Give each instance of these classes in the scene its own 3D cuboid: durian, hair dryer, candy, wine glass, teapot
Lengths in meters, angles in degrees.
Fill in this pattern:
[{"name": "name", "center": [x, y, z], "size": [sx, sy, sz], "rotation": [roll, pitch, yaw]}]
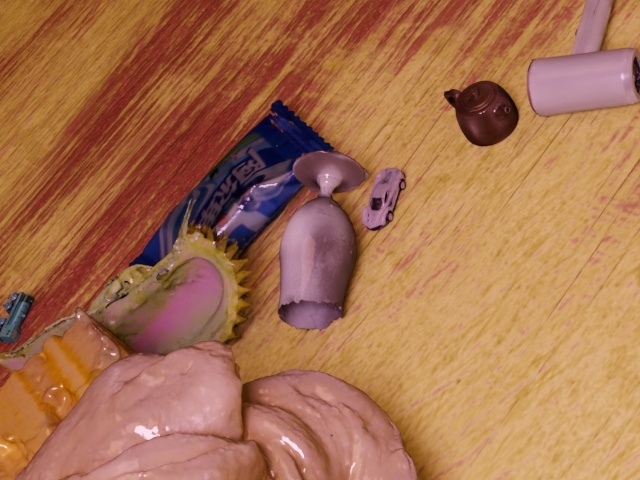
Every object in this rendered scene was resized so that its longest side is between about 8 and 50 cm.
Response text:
[{"name": "durian", "center": [-0.229, 0.103, 1.292], "size": [0.355, 0.169, 0.157], "rotation": [-35, 67, 16]}, {"name": "hair dryer", "center": [0.352, -0.252, 1.293], "size": [0.131, 0.073, 0.236], "rotation": [-4, 44, 32]}, {"name": "candy", "center": [-0.126, -0.044, 1.436], "size": [0.331, 0.077, 0.187], "rotation": [-46, 43, -2]}, {"name": "wine glass", "center": [0.000, 0.000, 1.288], "size": [0.103, 0.103, 0.222], "rotation": [-10, 56, 29]}, {"name": "teapot", "center": [0.204, -0.172, 1.313], "size": [0.076, 0.068, 0.121], "rotation": [-48, 42, -10]}]

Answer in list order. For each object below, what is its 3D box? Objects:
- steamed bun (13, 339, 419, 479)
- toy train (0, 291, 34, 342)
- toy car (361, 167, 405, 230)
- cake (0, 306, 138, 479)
[{"name": "steamed bun", "center": [-0.098, 0.260, 0.946], "size": [0.230, 0.372, 0.324], "rotation": [158, 129, -72]}, {"name": "toy train", "center": [-0.476, 0.118, 1.586], "size": [0.045, 0.029, 0.092], "rotation": [0, 53, 27]}, {"name": "toy car", "center": [0.081, -0.055, 1.333], "size": [0.041, 0.025, 0.093], "rotation": [1, 56, 36]}, {"name": "cake", "center": [-0.271, 0.270, 1.154], "size": [0.286, 0.227, 0.222], "rotation": [-46, 43, -7]}]
